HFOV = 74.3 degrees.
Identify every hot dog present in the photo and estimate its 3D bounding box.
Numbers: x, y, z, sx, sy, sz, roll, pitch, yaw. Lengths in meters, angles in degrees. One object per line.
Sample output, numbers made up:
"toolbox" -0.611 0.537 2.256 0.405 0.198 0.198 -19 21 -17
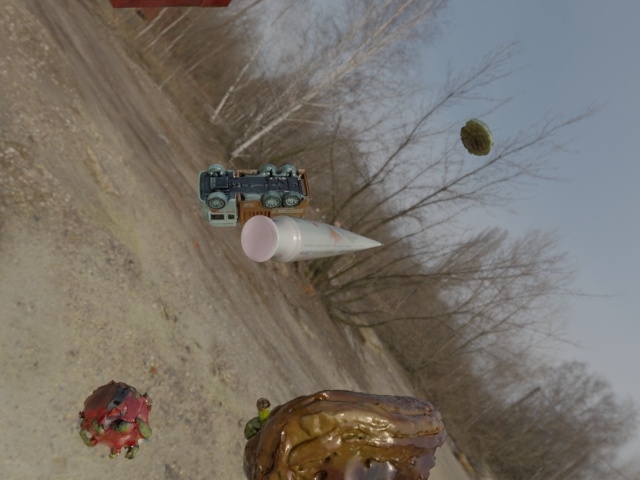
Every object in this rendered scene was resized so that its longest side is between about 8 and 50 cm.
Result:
"hot dog" 0.041 0.215 0.419 0.226 0.161 0.099 15 17 -43

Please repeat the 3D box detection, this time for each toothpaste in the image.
"toothpaste" 0.000 0.000 0.670 0.100 0.066 0.323 8 3 28

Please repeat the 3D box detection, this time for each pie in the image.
"pie" 0.316 -0.206 0.854 0.084 0.020 0.084 54 -15 21

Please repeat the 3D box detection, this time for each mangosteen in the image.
"mangosteen" -0.106 0.424 0.875 0.181 0.145 0.156 49 9 -4

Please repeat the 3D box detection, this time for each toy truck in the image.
"toy truck" -0.190 -0.119 1.217 0.162 0.305 0.136 103 -20 -51

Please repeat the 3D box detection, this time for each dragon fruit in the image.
"dragon fruit" -0.490 0.441 1.035 0.166 0.160 0.172 29 -28 57

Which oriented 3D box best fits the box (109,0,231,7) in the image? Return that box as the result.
"box" -0.291 -0.600 0.905 0.197 0.313 0.089 -27 -86 47
